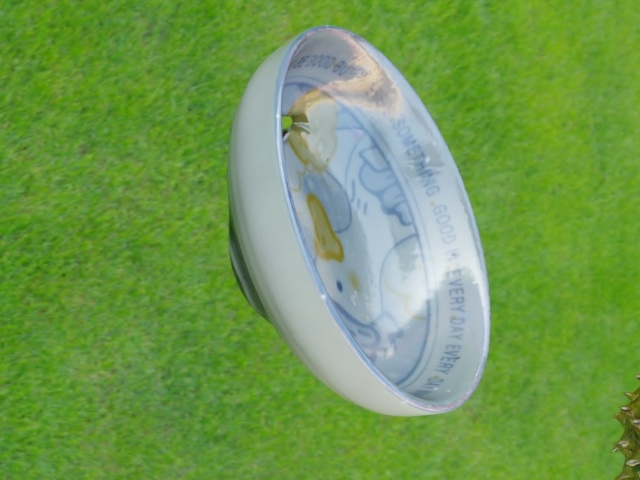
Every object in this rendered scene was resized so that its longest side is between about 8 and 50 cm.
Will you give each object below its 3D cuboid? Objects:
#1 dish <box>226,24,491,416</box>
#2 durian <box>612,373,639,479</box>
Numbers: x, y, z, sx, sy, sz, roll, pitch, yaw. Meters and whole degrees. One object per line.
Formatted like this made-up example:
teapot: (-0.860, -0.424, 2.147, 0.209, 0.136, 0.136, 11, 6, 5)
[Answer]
dish: (0.000, 0.000, 0.742, 0.273, 0.134, 0.273, 39, 41, -45)
durian: (0.218, 0.128, 0.553, 0.119, 0.186, 0.108, 20, 36, -2)
